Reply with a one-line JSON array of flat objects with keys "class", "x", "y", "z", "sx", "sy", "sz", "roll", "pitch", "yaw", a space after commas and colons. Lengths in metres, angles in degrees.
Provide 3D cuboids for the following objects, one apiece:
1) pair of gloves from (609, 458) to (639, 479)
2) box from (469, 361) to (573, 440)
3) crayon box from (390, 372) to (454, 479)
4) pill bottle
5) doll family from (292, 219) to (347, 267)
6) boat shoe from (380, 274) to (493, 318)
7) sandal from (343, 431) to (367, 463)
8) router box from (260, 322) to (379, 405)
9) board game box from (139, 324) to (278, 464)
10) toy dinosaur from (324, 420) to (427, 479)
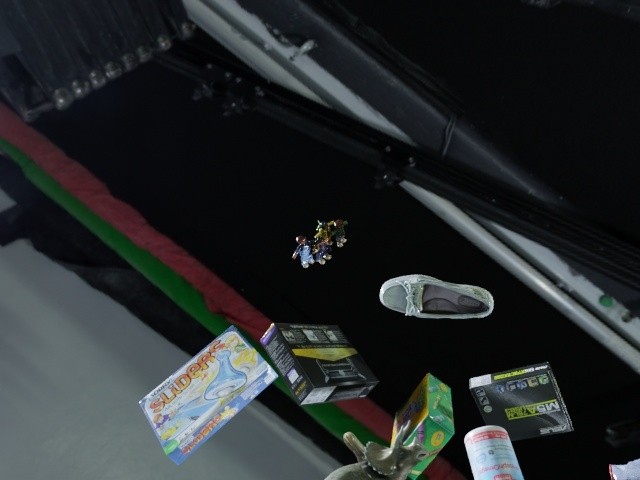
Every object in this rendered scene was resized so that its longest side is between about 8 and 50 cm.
[{"class": "pair of gloves", "x": 0.785, "y": 0.614, "z": 1.253, "sx": 0.159, "sy": 0.198, "sz": 0.023, "roll": -22, "pitch": -65, "yaw": 36}, {"class": "box", "x": 0.481, "y": 0.394, "z": 1.246, "sx": 0.191, "sy": 0.045, "sz": 0.184, "roll": -19, "pitch": -74, "yaw": 21}, {"class": "crayon box", "x": 0.272, "y": 0.487, "z": 1.389, "sx": 0.081, "sy": 0.278, "sz": 0.165, "roll": 36, "pitch": -77, "yaw": 6}, {"class": "pill bottle", "x": 0.333, "y": 0.441, "z": 0.975, "sx": 0.087, "sy": 0.160, "sz": 0.087, "roll": -3, "pitch": -46, "yaw": -3}, {"class": "doll family", "x": 0.000, "y": 0.000, "z": 1.511, "sx": 0.076, "sy": 0.193, "sz": 0.111, "roll": 26, "pitch": -32, "yaw": 27}, {"class": "boat shoe", "x": 0.324, "y": 0.166, "z": 1.474, "sx": 0.321, "sy": 0.103, "sz": 0.118, "roll": 8, "pitch": -87, "yaw": 18}, {"class": "sandal", "x": 0.137, "y": 0.643, "z": 1.568, "sx": 0.072, "sy": 0.049, "sz": 0.180, "roll": -25, "pitch": -78, "yaw": 52}, {"class": "router box", "x": 0.001, "y": 0.366, "z": 1.568, "sx": 0.081, "sy": 0.309, "sz": 0.243, "roll": -54, "pitch": -128, "yaw": 20}, {"class": "board game box", "x": -0.186, "y": 0.247, "z": 0.857, "sx": 0.136, "sy": 0.201, "sz": 0.035, "roll": 32, "pitch": -24, "yaw": 47}, {"class": "toy dinosaur", "x": 0.063, "y": 0.479, "z": 0.958, "sx": 0.160, "sy": 0.314, "sz": 0.121, "roll": 62, "pitch": -14, "yaw": 10}]
